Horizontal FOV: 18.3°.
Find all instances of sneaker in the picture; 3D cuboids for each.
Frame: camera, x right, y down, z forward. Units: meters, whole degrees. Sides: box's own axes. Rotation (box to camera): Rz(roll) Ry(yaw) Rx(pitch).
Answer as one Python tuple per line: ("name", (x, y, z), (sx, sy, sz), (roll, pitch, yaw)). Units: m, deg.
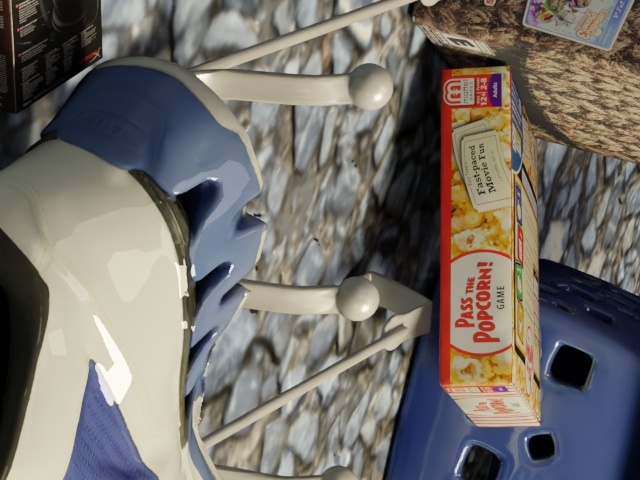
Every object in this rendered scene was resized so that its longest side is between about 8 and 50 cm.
("sneaker", (-0.124, 0.095, 0.796), (0.182, 0.127, 0.316), (-31, 133, -45))

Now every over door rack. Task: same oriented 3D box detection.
("over door rack", (0.000, 0.000, 1.003), (0.324, 0.108, 0.240), (-38, 139, -54))

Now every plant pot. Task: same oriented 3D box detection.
("plant pot", (0.189, 0.149, 1.384), (0.236, 0.212, 0.236), (-3, 107, -65))

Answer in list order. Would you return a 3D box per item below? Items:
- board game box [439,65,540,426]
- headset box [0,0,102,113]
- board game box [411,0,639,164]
("board game box", (0.106, 0.008, 1.221), (0.147, 0.045, 0.193), (50, 39, -70))
("headset box", (-0.115, -0.101, 0.776), (0.062, 0.032, 0.083), (-44, 142, -50))
("board game box", (0.239, -0.131, 1.214), (0.232, 0.291, 0.141), (35, 72, -65))
